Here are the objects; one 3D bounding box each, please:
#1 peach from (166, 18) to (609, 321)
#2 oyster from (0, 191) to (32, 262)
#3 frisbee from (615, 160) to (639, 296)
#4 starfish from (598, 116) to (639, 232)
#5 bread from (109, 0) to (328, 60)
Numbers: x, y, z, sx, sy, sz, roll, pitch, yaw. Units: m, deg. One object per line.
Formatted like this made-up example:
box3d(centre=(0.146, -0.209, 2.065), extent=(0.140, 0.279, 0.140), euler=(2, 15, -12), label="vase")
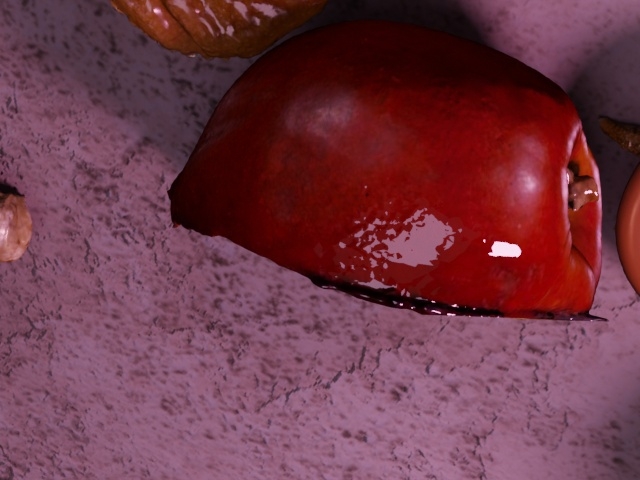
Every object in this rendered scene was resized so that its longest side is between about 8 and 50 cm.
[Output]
box3d(centre=(0.050, -0.064, 1.326), extent=(0.362, 0.258, 0.201), euler=(14, 95, 28), label="peach")
box3d(centre=(-0.409, -0.056, 1.584), extent=(0.294, 0.094, 0.166), euler=(5, 130, 25), label="oyster")
box3d(centre=(0.348, -0.012, 1.313), extent=(0.251, 0.021, 0.251), euler=(1, 127, 2), label="frisbee")
box3d(centre=(0.313, -0.072, 1.323), extent=(0.208, 0.053, 0.176), euler=(2, 111, 13), label="starfish")
box3d(centre=(-0.090, -0.264, 1.299), extent=(0.227, 0.142, 0.253), euler=(-25, 107, 23), label="bread")
